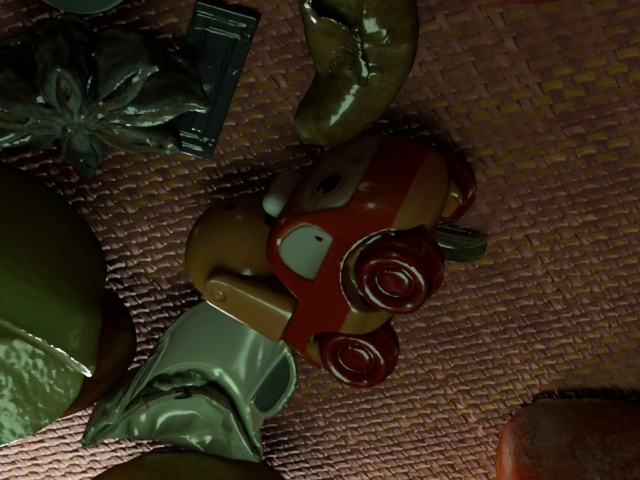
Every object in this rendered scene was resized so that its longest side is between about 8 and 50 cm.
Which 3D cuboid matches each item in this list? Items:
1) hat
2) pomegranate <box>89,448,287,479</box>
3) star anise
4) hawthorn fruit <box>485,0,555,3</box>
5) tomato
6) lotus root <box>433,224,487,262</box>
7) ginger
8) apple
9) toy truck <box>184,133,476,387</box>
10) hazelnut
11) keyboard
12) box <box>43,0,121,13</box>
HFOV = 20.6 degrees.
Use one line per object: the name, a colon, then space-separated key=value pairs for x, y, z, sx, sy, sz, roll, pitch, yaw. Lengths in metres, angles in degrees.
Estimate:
hat: x=-0.153 y=0.149 z=1.980 sx=0.219 sy=0.164 sz=0.226 roll=11 pitch=103 yaw=-29
pomegranate: x=-0.162 y=0.404 z=2.111 sx=0.333 sy=0.332 sz=0.332 roll=4 pitch=141 yaw=3
star anise: x=-0.228 y=-0.141 z=1.609 sx=0.236 sy=0.109 sz=0.223 roll=-16 pitch=163 yaw=20
hawthorn fruit: x=0.136 y=-0.296 z=1.231 sx=0.295 sy=0.295 sz=0.311 roll=-3 pitch=140 yaw=12
tomato: x=0.352 y=0.328 z=2.052 sx=0.338 sy=0.143 sz=0.338 roll=11 pitch=143 yaw=8
lotus root: x=0.127 y=0.005 z=1.798 sx=0.083 sy=0.030 sz=0.037 roll=15 pitch=142 yaw=-9
ginger: x=0.022 y=-0.206 z=1.484 sx=0.107 sy=0.133 sz=0.309 roll=13 pitch=149 yaw=19
apple: x=-0.339 y=0.047 z=1.699 sx=0.258 sy=0.233 sz=0.295 roll=14 pitch=138 yaw=-15
toy truck: x=0.000 y=0.000 z=1.699 sx=0.239 sy=0.189 sz=0.265 roll=27 pitch=131 yaw=1
hazelnut: x=-0.301 y=0.105 z=1.905 sx=0.202 sy=0.160 sz=0.170 roll=22 pitch=129 yaw=47
keyboard: x=-0.109 y=-0.149 z=1.659 sx=0.061 sy=0.013 sz=0.204 roll=14 pitch=141 yaw=-8
box: x=-0.205 y=-0.364 z=1.352 sx=0.367 sy=0.090 sz=0.373 roll=33 pitch=135 yaw=-30
